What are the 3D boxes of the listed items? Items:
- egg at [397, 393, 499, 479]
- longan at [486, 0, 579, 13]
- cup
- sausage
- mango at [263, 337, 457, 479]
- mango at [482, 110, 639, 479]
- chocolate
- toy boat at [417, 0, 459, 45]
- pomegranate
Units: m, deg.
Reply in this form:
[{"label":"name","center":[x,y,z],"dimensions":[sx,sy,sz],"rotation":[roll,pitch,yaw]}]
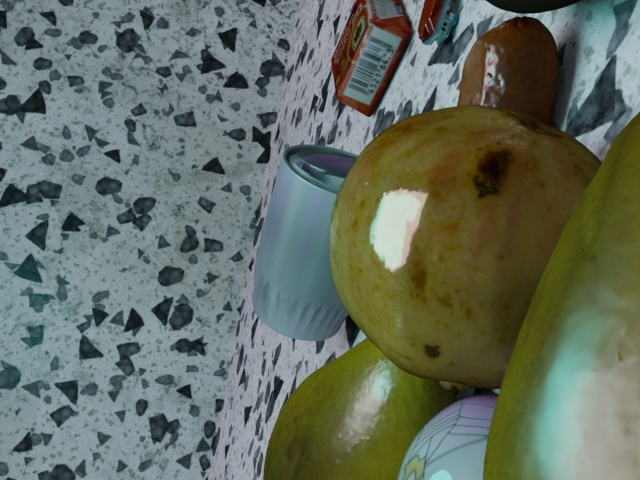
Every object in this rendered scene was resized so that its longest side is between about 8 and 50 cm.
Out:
[{"label":"egg","center":[0.178,0.247,0.697],"dimensions":[0.271,0.196,0.196],"rotation":[-35,-29,-60]},{"label":"longan","center":[0.287,-0.414,0.858],"dimensions":[0.243,0.300,0.300],"rotation":[65,177,-22]},{"label":"cup","center":[0.000,0.000,1.429],"dimensions":[0.253,0.253,0.372],"rotation":[-105,31,-59]},{"label":"sausage","center":[0.253,-0.175,0.954],"dimensions":[0.133,0.133,0.258],"rotation":[-150,72,-73]},{"label":"mango","center":[0.063,0.298,1.032],"dimensions":[0.445,0.220,0.301],"rotation":[-62,30,32]},{"label":"mango","center":[0.267,0.100,0.444],"dimensions":[0.300,0.232,0.446],"rotation":[6,79,34]},{"label":"chocolate","center":[0.113,-0.460,1.676],"dimensions":[0.235,0.108,0.237],"rotation":[-93,22,-48]},{"label":"toy boat","center":[0.236,-0.454,1.352],"dimensions":[0.069,0.058,0.173],"rotation":[149,139,-66]},{"label":"pomegranate","center":[0.169,0.027,0.770],"dimensions":[0.342,0.342,0.343],"rotation":[-166,90,-73]}]
